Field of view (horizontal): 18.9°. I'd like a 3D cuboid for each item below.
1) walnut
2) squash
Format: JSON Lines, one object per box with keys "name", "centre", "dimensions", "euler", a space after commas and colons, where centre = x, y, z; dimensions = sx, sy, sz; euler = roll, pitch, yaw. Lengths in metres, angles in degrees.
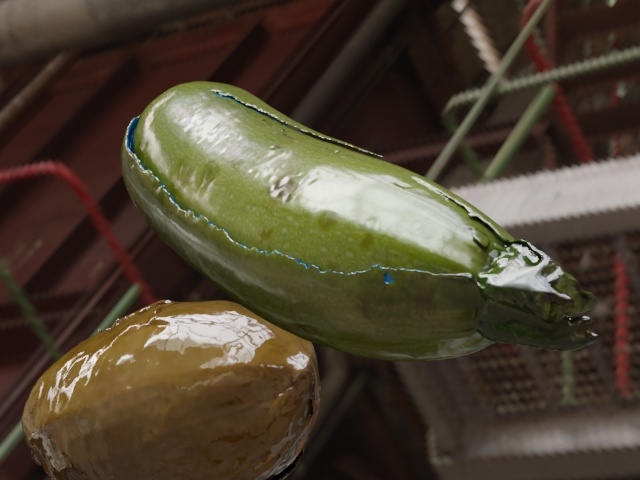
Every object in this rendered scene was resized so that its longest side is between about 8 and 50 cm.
{"name": "walnut", "centre": [-0.094, 0.103, 1.161], "dimensions": [0.245, 0.137, 0.137], "euler": [-12, -62, 39]}
{"name": "squash", "centre": [0.000, 0.000, 0.882], "dimensions": [0.341, 0.094, 0.094], "euler": [27, -37, 50]}
